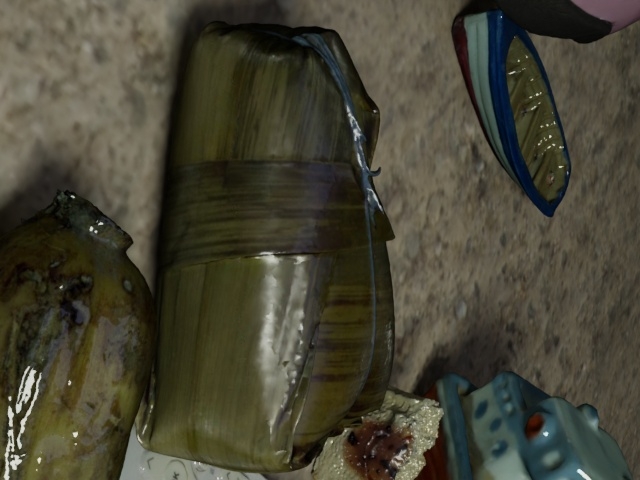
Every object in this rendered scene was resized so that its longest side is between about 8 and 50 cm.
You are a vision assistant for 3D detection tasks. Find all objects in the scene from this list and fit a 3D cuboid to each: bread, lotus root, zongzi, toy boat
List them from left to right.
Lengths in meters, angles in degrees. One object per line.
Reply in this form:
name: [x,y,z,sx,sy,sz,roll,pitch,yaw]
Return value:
lotus root: [-0.122,0.067,0.513,0.089,0.081,0.179,13,92,-38]
zongzi: [0.000,0.000,0.671,0.242,0.112,0.220,-6,104,-66]
bread: [0.035,0.134,0.806,0.035,0.070,0.083,40,71,-55]
toy boat: [0.148,-0.100,0.932,0.080,0.046,0.229,-64,146,-21]
toy boat: [0.153,0.222,0.796,0.145,0.133,0.331,36,28,-32]

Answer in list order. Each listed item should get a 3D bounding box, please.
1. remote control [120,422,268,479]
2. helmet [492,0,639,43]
remote control: [-0.065,0.153,0.675,0.229,0.044,0.073,48,47,-44]
helmet: [0.200,-0.242,0.846,0.253,0.154,0.198,-17,96,-44]
